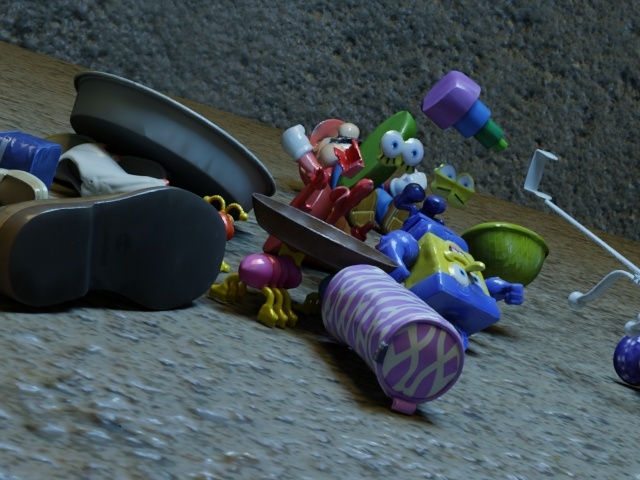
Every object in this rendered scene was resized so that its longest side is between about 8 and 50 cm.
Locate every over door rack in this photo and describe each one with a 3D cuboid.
[{"bbox_3d":[0.400,0.036,1.656,0.239,0.108,0.324,15,28,-27],"label":"over door rack"}]

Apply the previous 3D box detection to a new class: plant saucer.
[{"bbox_3d":[0.000,0.000,1.393,0.168,0.029,0.168,27,6,-3],"label":"plant saucer"}]

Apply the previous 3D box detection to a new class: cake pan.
[{"bbox_3d":[-0.196,-0.112,1.728,0.293,0.054,0.293,27,-14,7],"label":"cake pan"}]

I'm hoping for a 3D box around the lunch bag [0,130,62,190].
[{"bbox_3d":[-0.341,-0.088,1.534,0.065,0.067,0.098,20,7,6],"label":"lunch bag"}]

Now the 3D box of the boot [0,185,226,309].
[{"bbox_3d":[-0.200,-0.001,1.199,0.115,0.112,0.305,12,5,33],"label":"boot"}]

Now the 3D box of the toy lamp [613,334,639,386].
[{"bbox_3d":[0.404,0.168,1.517,0.080,0.080,0.274,17,6,-10],"label":"toy lamp"}]

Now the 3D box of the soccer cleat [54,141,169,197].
[{"bbox_3d":[-0.237,-0.054,1.599,0.196,0.068,0.076,32,43,33],"label":"soccer cleat"}]

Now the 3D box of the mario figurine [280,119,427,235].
[{"bbox_3d":[0.058,-0.134,2.332,0.198,0.170,0.320,54,-3,-32],"label":"mario figurine"}]

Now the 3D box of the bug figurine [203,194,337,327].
[{"bbox_3d":[-0.074,0.019,1.422,0.279,0.072,0.216,23,10,25],"label":"bug figurine"}]

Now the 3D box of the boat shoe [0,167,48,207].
[{"bbox_3d":[-0.342,-0.053,1.392,0.135,0.050,0.045,12,8,26],"label":"boat shoe"}]

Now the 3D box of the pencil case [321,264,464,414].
[{"bbox_3d":[0.062,0.086,1.239,0.086,0.088,0.206,13,10,-16],"label":"pencil case"}]

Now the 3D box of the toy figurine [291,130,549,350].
[{"bbox_3d":[0.133,0.059,1.566,0.362,0.191,0.217,29,34,-40],"label":"toy figurine"}]

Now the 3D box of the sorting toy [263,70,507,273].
[{"bbox_3d":[0.087,-0.058,1.649,0.126,0.365,0.127,41,38,-14],"label":"sorting toy"}]

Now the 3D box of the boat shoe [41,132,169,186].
[{"bbox_3d":[-0.279,-0.078,1.715,0.206,0.075,0.065,17,-36,25],"label":"boat shoe"}]
